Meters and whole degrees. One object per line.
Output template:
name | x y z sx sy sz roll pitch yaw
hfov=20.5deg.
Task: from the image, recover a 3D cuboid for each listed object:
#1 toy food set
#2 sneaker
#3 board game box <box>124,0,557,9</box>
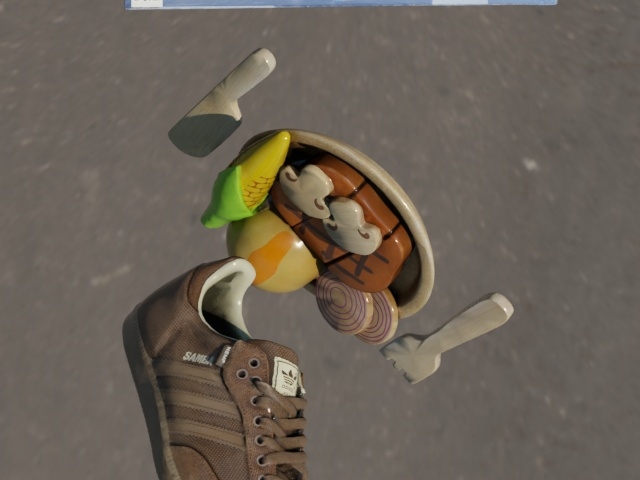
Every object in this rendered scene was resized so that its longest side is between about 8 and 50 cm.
toy food set | 0.000 0.000 0.906 0.192 0.132 0.038 45 57 -4
sneaker | -0.038 0.083 0.824 0.071 0.188 0.066 -40 141 15
board game box | 0.003 -0.143 0.865 0.201 0.136 0.035 -1 108 -6
